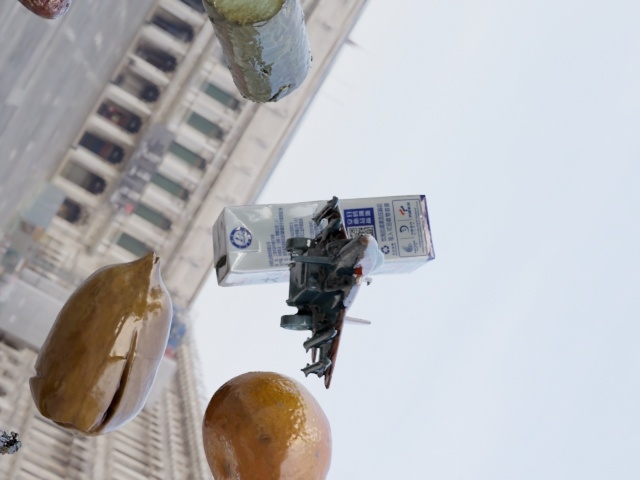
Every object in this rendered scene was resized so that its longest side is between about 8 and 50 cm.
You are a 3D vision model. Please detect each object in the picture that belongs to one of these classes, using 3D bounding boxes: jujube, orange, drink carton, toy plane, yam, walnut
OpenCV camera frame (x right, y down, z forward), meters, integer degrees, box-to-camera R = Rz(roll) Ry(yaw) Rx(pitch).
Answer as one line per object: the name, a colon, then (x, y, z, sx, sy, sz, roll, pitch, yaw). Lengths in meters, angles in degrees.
jujube: (-0.481, -0.427, 1.755, 0.077, 0.129, 0.077, -52, -177, 4)
orange: (-0.079, 0.308, 1.582, 0.224, 0.170, 0.224, 25, -58, 49)
drink carton: (0.000, 0.000, 1.561, 0.130, 0.315, 0.106, 133, -48, -71)
toy plane: (0.011, 0.037, 1.104, 0.326, 0.104, 0.223, 94, -1, -75)
yam: (-0.109, -0.378, 1.807, 0.304, 0.168, 0.168, 74, 39, -65)
walnut: (-0.357, 0.170, 1.760, 0.336, 0.209, 0.209, -64, -166, -3)

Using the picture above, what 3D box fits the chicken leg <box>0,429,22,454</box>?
chicken leg: (-0.578, 0.287, 1.651, 0.051, 0.253, 0.106, 19, -92, 45)
